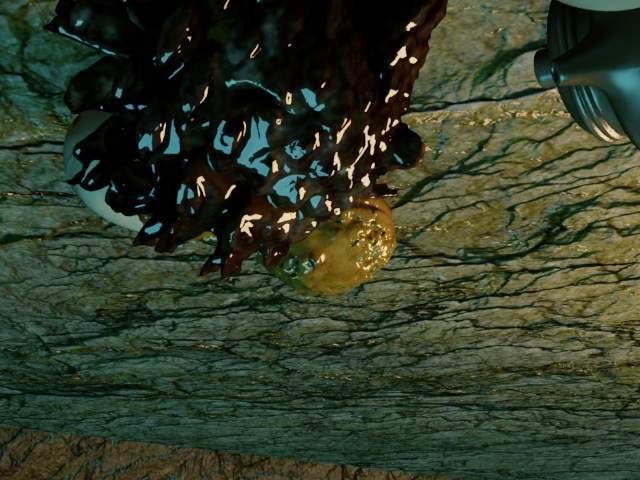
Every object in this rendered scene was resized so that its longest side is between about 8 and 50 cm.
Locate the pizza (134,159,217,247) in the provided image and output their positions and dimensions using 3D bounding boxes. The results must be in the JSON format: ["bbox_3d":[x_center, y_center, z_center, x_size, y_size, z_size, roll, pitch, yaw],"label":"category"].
[{"bbox_3d":[-0.123,-0.040,0.929,0.178,0.041,0.131,14,139,-18],"label":"pizza"}]

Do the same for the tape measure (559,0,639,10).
[{"bbox_3d":[0.145,-0.248,0.465,0.138,0.262,0.259,5,160,-32],"label":"tape measure"}]

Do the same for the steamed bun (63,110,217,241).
[{"bbox_3d":[-0.141,-0.089,1.006,0.228,0.130,0.177,5,146,-4],"label":"steamed bun"}]

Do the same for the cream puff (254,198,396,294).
[{"bbox_3d":[0.000,0.000,1.208,0.189,0.129,0.189,-1,157,0],"label":"cream puff"}]

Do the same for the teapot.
[{"bbox_3d":[0.254,-0.154,0.762,0.175,0.185,0.268,-8,-169,35],"label":"teapot"}]

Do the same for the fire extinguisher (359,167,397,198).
[{"bbox_3d":[0.032,-0.090,1.055,0.106,0.075,0.252,-3,156,12],"label":"fire extinguisher"}]

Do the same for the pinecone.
[{"bbox_3d":[-0.061,-0.121,0.764,0.296,0.298,0.242,23,-169,-24],"label":"pinecone"}]
